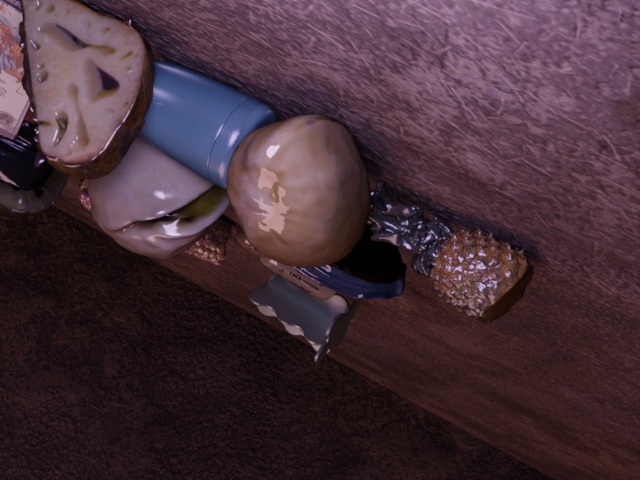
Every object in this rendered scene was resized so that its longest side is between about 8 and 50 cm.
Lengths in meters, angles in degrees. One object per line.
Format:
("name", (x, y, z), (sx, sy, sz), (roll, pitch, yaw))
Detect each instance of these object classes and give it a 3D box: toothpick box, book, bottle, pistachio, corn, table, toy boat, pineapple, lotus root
("toothpick box", (-0.159, -0.154, 1.543), (0.184, 0.120, 0.120), (30, 170, 16))
("book", (-0.445, -0.253, 1.624), (0.157, 0.231, 0.026), (29, -146, -10))
("bottle", (-0.056, 0.017, 2.163), (0.209, 0.097, 0.110), (34, -175, -23))
("pistachio", (-0.023, -0.059, 1.480), (0.162, 0.182, 0.293), (32, 175, 23))
("corn", (-0.333, -0.057, 2.457), (0.335, 0.127, 0.126), (27, 170, -3))
("pistachio", (-0.214, -0.083, 1.679), (0.226, 0.208, 0.332), (-11, -157, 6))
("table", (-0.039, 0.137, 2.570), (0.198, 0.167, 0.166), (34, 171, 14))
("toy boat", (0.000, 0.000, 1.828), (0.309, 0.129, 0.142), (31, 155, -10))
("pineapple", (0.154, 0.006, 1.590), (0.251, 0.125, 0.125), (35, 173, 24))
("lotus root", (-0.289, -0.204, 1.490), (0.170, 0.261, 0.074), (-7, 162, 9))
("lotus root", (-0.631, -0.175, 2.345), (0.250, 0.251, 0.346), (33, 172, -27))

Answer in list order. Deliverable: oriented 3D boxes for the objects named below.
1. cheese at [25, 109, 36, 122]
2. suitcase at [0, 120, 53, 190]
("cheese", (-0.419, -0.233, 1.791), (0.177, 0.128, 0.203), (34, 167, -28))
("suitcase", (-0.584, -0.222, 1.992), (0.345, 0.188, 0.339), (31, -178, -10))
